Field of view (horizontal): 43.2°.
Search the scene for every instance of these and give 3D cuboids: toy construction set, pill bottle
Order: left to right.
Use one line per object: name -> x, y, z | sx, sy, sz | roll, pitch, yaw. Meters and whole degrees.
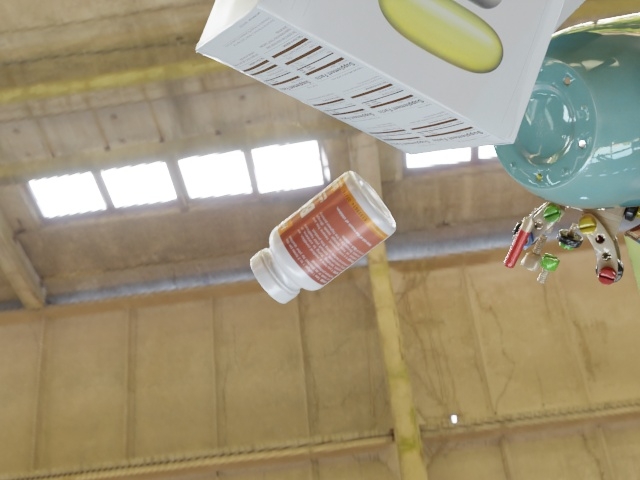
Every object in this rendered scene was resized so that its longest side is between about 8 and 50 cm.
pill bottle -> 0.000, 0.000, 1.263 | 0.216, 0.121, 0.121 | -38, -135, 13
toy construction set -> 0.542, -0.051, 1.726 | 0.309, 0.237, 0.257 | -8, -144, -42

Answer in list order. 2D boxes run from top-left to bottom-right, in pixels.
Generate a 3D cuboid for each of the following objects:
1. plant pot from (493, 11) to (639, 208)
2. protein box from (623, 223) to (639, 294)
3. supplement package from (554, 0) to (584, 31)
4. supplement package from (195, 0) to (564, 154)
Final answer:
plant pot -> 0.389, -0.177, 1.164 | 0.235, 0.293, 0.293 | -13, -139, -36
protein box -> 0.750, 0.042, 1.614 | 0.201, 0.199, 0.136 | -27, -153, -3
supplement package -> 0.303, -0.365, 1.101 | 0.179, 0.105, 0.105 | -44, -151, -26
supplement package -> 0.052, -0.191, 0.586 | 0.149, 0.203, 0.194 | 7, -104, 66
